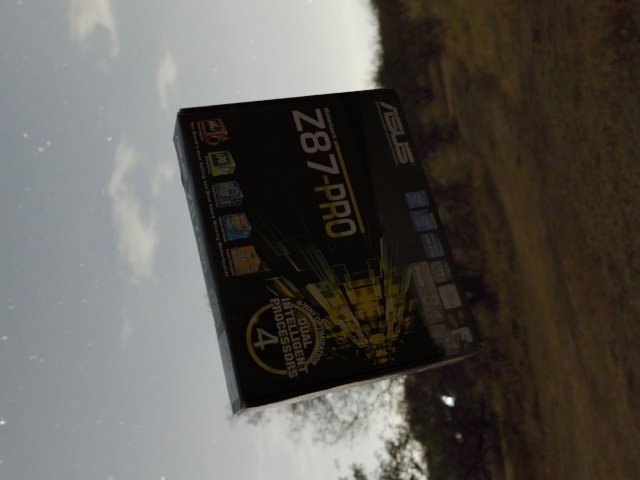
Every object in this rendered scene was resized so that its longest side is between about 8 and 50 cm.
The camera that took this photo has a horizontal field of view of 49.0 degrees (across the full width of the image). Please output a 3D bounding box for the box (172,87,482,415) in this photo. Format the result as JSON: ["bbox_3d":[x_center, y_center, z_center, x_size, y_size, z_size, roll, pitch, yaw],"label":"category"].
[{"bbox_3d":[0.000,0.000,0.927,0.097,0.318,0.394,126,132,-64],"label":"box"}]
